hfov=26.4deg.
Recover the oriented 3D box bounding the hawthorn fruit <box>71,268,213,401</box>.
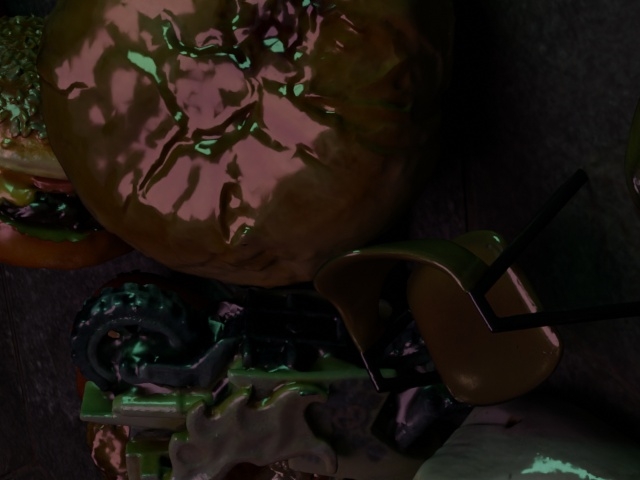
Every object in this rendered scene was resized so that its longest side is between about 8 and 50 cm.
[{"bbox_3d":[-0.183,0.130,1.576,0.202,0.185,0.185,2,109,31],"label":"hawthorn fruit"}]

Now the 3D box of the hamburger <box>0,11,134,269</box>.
[{"bbox_3d":[-0.296,-0.116,1.509,0.291,0.291,0.225,39,130,28],"label":"hamburger"}]

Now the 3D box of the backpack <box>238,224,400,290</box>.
[{"bbox_3d":[0.001,0.004,1.375,0.165,0.106,0.120,10,93,26],"label":"backpack"}]

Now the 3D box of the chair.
[{"bbox_3d":[0.130,0.053,1.152,0.159,0.247,0.172,-36,81,49],"label":"chair"}]

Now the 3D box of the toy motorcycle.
[{"bbox_3d":[-0.036,0.148,1.319,0.168,0.410,0.237,-90,8,-53],"label":"toy motorcycle"}]

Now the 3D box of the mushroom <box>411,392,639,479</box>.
[{"bbox_3d":[0.232,0.222,1.182,0.329,0.159,0.122,9,156,48],"label":"mushroom"}]

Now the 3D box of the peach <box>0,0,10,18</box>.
[{"bbox_3d":[-0.558,-0.217,1.714,0.370,0.370,0.370,21,121,40],"label":"peach"}]

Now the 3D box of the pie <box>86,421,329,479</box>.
[{"bbox_3d":[-0.085,0.218,1.466,0.085,0.308,0.308,60,-175,-87],"label":"pie"}]

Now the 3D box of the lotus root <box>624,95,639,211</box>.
[{"bbox_3d":[0.304,-0.060,1.048,0.183,0.078,0.203,31,126,33],"label":"lotus root"}]

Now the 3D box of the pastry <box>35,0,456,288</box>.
[{"bbox_3d":[-0.059,-0.156,1.232,0.410,0.245,0.409,2,95,22],"label":"pastry"}]
